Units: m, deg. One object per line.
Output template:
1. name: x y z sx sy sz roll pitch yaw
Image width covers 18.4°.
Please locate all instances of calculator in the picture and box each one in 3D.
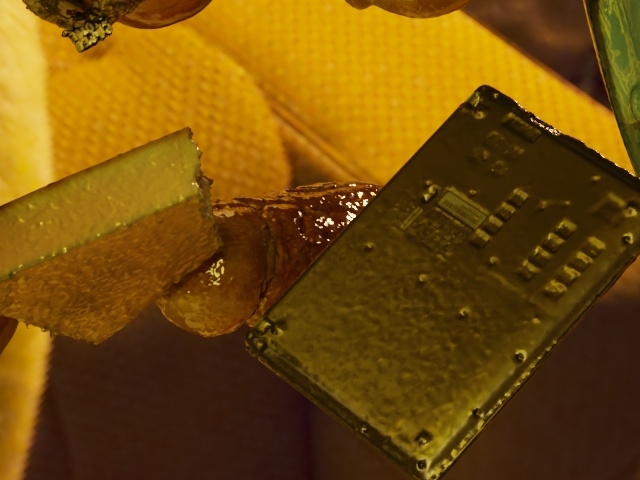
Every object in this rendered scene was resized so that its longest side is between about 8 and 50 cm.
1. calculator: 0.211 -0.129 1.206 0.293 0.051 0.173 -63 137 -61

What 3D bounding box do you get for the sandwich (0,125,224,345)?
1. sandwich: -0.137 -0.008 1.257 0.162 0.058 0.193 -39 159 12

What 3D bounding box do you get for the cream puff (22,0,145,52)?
1. cream puff: -0.216 -0.264 1.860 0.183 0.169 0.183 3 135 3

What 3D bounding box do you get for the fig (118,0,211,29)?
1. fig: -0.179 -0.334 2.235 0.205 0.205 0.205 -32 144 -26

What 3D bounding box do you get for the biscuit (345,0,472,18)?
1. biscuit: 0.089 -0.309 1.652 0.260 0.203 0.041 -54 161 18

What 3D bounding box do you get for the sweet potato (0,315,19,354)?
1. sweet potato: -0.292 0.079 1.687 0.202 0.055 0.058 -65 149 -34

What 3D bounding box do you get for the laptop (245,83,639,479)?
1. laptop: 0.064 0.017 0.934 0.180 0.129 0.016 -48 146 -10

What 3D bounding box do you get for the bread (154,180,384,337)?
1. bread: -0.001 0.002 1.490 0.344 0.124 0.084 -11 138 -50
